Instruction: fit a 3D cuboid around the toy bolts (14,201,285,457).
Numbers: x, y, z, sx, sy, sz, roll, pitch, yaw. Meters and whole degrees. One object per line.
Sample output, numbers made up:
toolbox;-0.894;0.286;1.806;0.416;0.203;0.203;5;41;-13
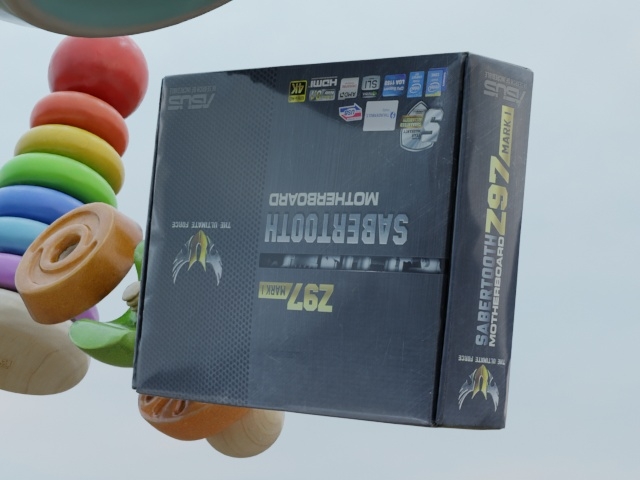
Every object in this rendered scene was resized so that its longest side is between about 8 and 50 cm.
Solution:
toy bolts;-0.076;0.031;1.244;0.218;0.228;0.158;13;-32;53

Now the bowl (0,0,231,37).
bowl;-0.101;-0.217;0.872;0.311;0.163;0.311;-20;-22;-8

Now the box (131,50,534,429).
box;0.000;0.000;0.925;0.059;0.183;0.232;8;-4;-45

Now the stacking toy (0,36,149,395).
stacking toy;-0.223;-0.040;1.491;0.141;0.330;0.141;10;-31;6
